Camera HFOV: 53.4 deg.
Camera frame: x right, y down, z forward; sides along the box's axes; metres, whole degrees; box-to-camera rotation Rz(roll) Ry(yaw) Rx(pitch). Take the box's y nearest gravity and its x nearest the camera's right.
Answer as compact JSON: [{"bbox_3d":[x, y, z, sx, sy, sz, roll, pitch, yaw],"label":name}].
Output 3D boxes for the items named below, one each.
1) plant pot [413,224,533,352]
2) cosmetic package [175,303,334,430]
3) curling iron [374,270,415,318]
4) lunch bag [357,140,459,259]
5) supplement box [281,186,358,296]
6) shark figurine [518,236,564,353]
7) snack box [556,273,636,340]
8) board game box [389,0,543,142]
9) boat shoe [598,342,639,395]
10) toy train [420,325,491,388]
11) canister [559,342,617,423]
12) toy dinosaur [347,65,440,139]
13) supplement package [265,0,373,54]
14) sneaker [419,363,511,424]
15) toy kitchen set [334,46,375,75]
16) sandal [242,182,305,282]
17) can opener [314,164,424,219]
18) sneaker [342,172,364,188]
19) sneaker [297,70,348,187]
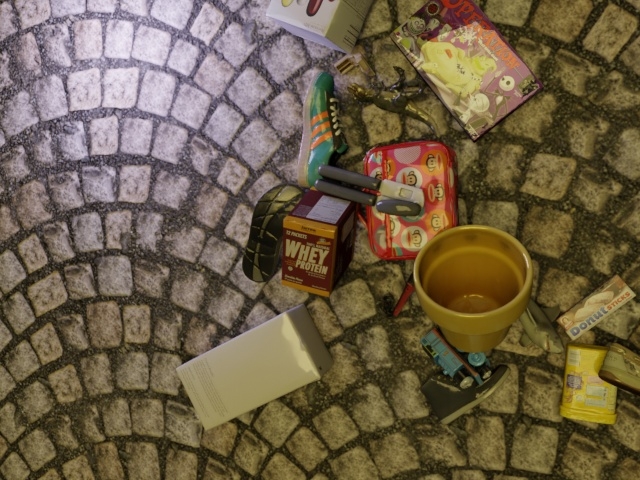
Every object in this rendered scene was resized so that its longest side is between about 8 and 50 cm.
[{"bbox_3d":[0.351,0.133,1.462,0.254,0.239,0.253,-8,49,9],"label":"plant pot"},{"bbox_3d":[-0.174,0.338,1.706,0.366,0.155,0.196,-27,86,15],"label":"cosmetic package"},{"bbox_3d":[0.214,0.107,1.579,0.068,0.035,0.274,25,131,-8],"label":"curling iron"},{"bbox_3d":[0.214,-0.098,1.594,0.258,0.120,0.292,-3,93,21],"label":"lunch bag"},{"bbox_3d":[0.000,0.000,1.585,0.129,0.194,0.191,14,122,16],"label":"supplement box"},{"bbox_3d":[0.520,0.147,1.537,0.116,0.166,0.278,-15,69,-8],"label":"shark figurine"},{"bbox_3d":[0.655,0.160,1.519,0.178,0.022,0.064,-41,82,14],"label":"snack box"},{"bbox_3d":[0.355,-0.440,1.567,0.208,0.056,0.346,-38,82,11],"label":"board game box"},{"bbox_3d":[0.770,0.320,1.431,0.285,0.104,0.089,23,80,-9],"label":"boat shoe"},{"bbox_3d":[0.334,0.284,1.564,0.105,0.080,0.184,-40,51,0],"label":"toy train"},{"bbox_3d":[0.639,0.335,1.507,0.126,0.073,0.169,5,93,16],"label":"canister"},{"bbox_3d":[0.205,-0.366,1.608,0.268,0.064,0.118,28,115,13],"label":"toy dinosaur"},{"bbox_3d":[0.008,-0.608,1.590,0.194,0.149,0.203,28,100,26],"label":"supplement package"},{"bbox_3d":[0.357,0.353,1.587,0.222,0.083,0.118,-40,77,12],"label":"sneaker"},{"bbox_3d":[0.090,-0.436,1.637,0.075,0.083,0.068,-35,124,16],"label":"toy kitchen set"},{"bbox_3d":[-0.131,-0.027,1.718,0.120,0.086,0.302,29,115,7],"label":"sandal"},{"bbox_3d":[0.111,-0.118,1.519,0.284,0.095,0.075,18,101,20],"label":"can opener"},{"bbox_3d":[0.072,-0.144,1.652,0.098,0.069,0.038,-37,82,15],"label":"sneaker"},{"bbox_3d":[0.022,-0.279,1.640,0.121,0.108,0.301,9,100,19],"label":"sneaker"}]
